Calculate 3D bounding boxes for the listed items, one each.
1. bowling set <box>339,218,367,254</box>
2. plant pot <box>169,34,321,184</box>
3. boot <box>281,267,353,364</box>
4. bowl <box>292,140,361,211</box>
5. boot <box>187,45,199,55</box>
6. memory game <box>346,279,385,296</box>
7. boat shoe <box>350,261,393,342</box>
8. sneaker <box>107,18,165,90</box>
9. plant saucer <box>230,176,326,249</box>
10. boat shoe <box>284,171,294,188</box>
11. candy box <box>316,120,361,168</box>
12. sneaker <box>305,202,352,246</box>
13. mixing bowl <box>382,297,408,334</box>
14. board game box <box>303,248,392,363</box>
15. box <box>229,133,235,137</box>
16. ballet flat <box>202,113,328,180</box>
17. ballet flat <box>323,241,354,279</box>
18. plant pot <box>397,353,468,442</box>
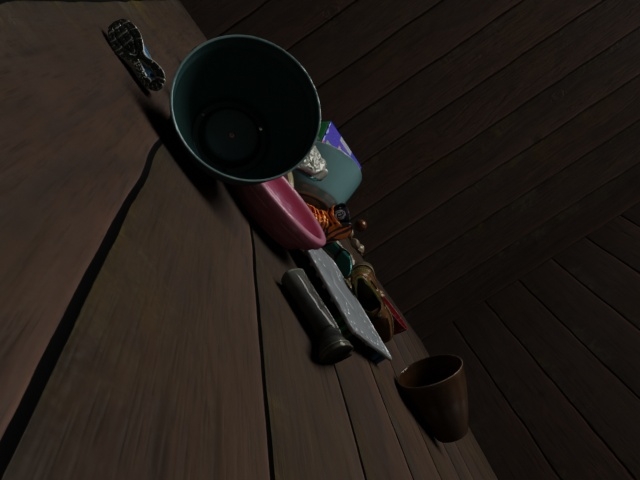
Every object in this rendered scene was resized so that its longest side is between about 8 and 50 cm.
[{"bbox_3d":[0.133,0.006,2.566,0.287,0.200,0.154,63,7,23],"label":"bowling set"},{"bbox_3d":[-0.170,-0.240,1.215,0.293,0.293,0.196,56,-21,-4],"label":"plant pot"},{"bbox_3d":[-0.011,0.146,1.195,0.189,0.076,0.208,86,-21,-73],"label":"boot"},{"bbox_3d":[-0.032,-0.181,1.983,0.311,0.312,0.163,50,51,-48],"label":"bowl"},{"bbox_3d":[-0.333,-0.494,1.944,0.246,0.094,0.207,65,12,20],"label":"boot"},{"bbox_3d":[0.154,0.171,2.197,0.186,0.012,0.186,20,10,-4],"label":"memory game"},{"bbox_3d":[0.163,0.226,1.949,0.104,0.111,0.307,-78,146,-67],"label":"boat shoe"},{"bbox_3d":[-0.377,-0.371,1.204,0.162,0.063,0.073,60,-12,-6],"label":"sneaker"},{"bbox_3d":[-0.119,-0.098,1.484,0.332,0.084,0.332,49,9,-10],"label":"plant saucer"},{"bbox_3d":[-0.186,-0.228,1.739,0.123,0.123,0.342,9,45,-40],"label":"boat shoe"},{"bbox_3d":[-0.055,-0.293,2.108,0.268,0.317,0.122,49,51,-47],"label":"candy box"},{"bbox_3d":[-0.007,-0.083,1.856,0.321,0.180,0.124,45,29,-59],"label":"sneaker"},{"bbox_3d":[0.238,0.295,2.238,0.181,0.098,0.181,51,8,-9],"label":"mixing bowl"},{"bbox_3d":[0.045,0.157,1.703,0.390,0.050,0.390,60,7,29],"label":"board game box"},{"bbox_3d":[-0.235,-0.315,1.693,0.137,0.027,0.094,9,23,-13],"label":"box"},{"bbox_3d":[-0.146,-0.288,1.424,0.409,0.147,0.147,28,8,-3],"label":"ballet flat"},{"bbox_3d":[0.084,0.067,2.247,0.077,0.091,0.241,30,21,-42],"label":"ballet flat"},{"bbox_3d":[0.384,0.518,1.890,0.215,0.215,0.230,-85,155,-81],"label":"plant pot"}]
